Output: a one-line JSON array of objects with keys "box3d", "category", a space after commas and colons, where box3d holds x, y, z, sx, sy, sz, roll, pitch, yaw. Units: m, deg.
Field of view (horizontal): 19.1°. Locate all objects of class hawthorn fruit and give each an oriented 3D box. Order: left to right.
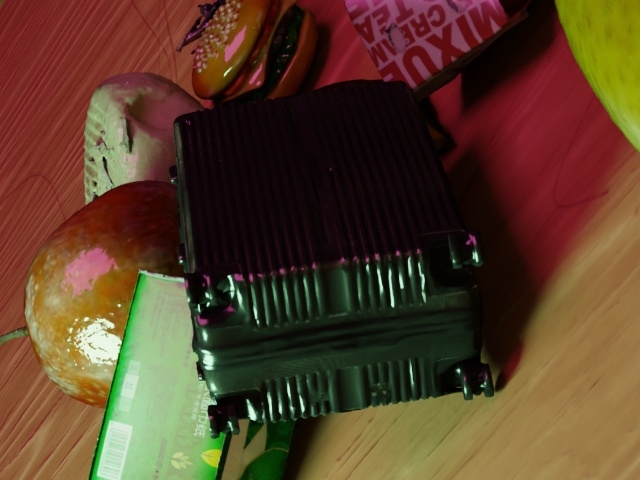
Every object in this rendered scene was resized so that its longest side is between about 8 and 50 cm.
[{"box3d": [-0.183, 0.070, 1.888, 0.263, 0.231, 0.235, -43, -13, -10], "category": "hawthorn fruit"}]

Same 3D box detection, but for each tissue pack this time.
[{"box3d": [-0.091, 0.150, 1.720, 0.148, 0.156, 0.209, 8, 82, 36], "category": "tissue pack"}]

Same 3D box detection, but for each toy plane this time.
[{"box3d": [-0.098, -0.281, 2.261, 0.160, 0.082, 0.234, -28, -17, -23], "category": "toy plane"}]

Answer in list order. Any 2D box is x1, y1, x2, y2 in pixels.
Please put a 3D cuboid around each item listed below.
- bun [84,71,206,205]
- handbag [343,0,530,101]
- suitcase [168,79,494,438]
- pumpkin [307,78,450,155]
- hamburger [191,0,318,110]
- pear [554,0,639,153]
[{"box3d": [-0.184, -0.059, 2.158, 0.273, 0.168, 0.272, 178, 90, -71], "category": "bun"}, {"box3d": [0.122, -0.276, 1.724, 0.171, 0.151, 0.298, -36, 37, 40], "category": "handbag"}, {"box3d": [0.000, 0.000, 1.541, 0.335, 0.230, 0.152, -104, 6, -60], "category": "suitcase"}, {"box3d": [0.015, -0.113, 1.809, 0.254, 0.130, 0.149, -37, 33, 52], "category": "pumpkin"}, {"box3d": [-0.075, -0.207, 2.144, 0.162, 0.115, 0.162, -50, 23, 31], "category": "hamburger"}, {"box3d": [0.306, -0.144, 0.870, 0.418, 0.362, 0.362, 11, 74, 40], "category": "pear"}]
